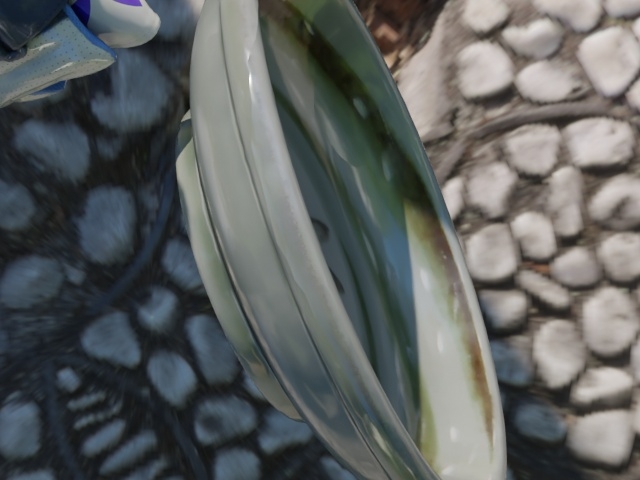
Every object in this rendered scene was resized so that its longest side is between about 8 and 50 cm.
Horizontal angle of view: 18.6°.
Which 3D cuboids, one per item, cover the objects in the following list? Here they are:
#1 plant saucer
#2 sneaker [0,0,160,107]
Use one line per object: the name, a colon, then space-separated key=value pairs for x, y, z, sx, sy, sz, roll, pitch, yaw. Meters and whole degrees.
plant saucer: x=0.000 y=0.000 z=1.218 sx=0.100 sy=0.400 sz=0.400 roll=-21 pitch=90 yaw=15
sneaker: x=-0.181 y=-0.199 z=1.082 sx=0.236 sy=0.323 sz=0.130 roll=21 pitch=49 yaw=-14
